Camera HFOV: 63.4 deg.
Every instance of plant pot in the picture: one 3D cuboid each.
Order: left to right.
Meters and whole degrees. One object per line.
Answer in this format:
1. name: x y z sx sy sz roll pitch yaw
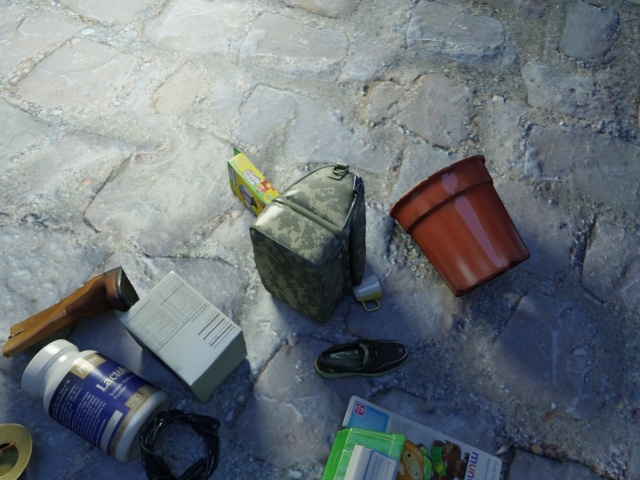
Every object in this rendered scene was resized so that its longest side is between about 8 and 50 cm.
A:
1. plant pot: 0.352 -0.022 1.267 0.272 0.272 0.265 -24 74 -17

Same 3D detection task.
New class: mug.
1. mug: 0.114 0.128 1.268 0.064 0.062 0.078 -17 58 -5

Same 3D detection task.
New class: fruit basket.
1. fruit basket: 0.172 0.519 1.007 0.353 0.165 0.327 22 62 3

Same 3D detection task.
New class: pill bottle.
1. pill bottle: -0.459 0.320 1.060 0.264 0.153 0.153 27 63 9

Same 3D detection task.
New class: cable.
1. cable: -0.286 0.421 1.038 0.184 0.047 0.151 28 68 -40

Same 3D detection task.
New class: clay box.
1. clay box: -0.172 -0.127 1.339 0.053 0.127 0.222 -36 70 -21

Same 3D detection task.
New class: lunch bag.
1. lunch bag: 0.000 0.000 1.183 0.212 0.305 0.256 26 61 23

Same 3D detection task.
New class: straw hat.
1. straw hat: -0.625 0.441 1.034 0.144 0.061 0.144 -6 52 8

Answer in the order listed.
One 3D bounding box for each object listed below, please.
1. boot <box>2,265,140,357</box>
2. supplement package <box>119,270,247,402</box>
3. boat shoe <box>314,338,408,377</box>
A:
1. boot: -0.538 0.153 1.102 0.280 0.096 0.264 -29 23 -20
2. supplement package: -0.284 0.211 1.110 0.203 0.194 0.149 37 66 15
3. boat shoe: 0.099 0.267 1.182 0.223 0.073 0.080 -6 63 -8
